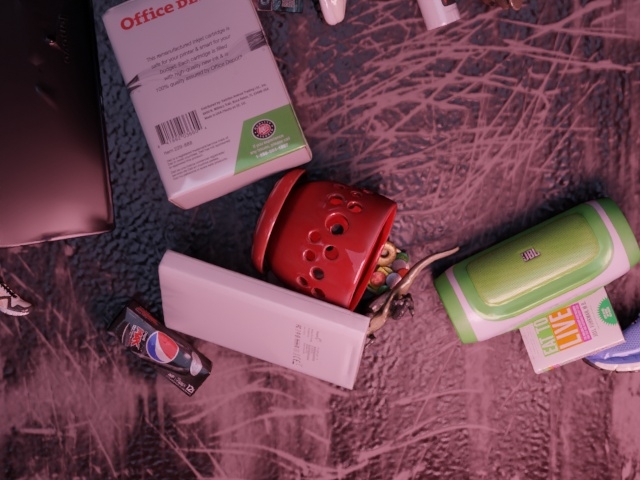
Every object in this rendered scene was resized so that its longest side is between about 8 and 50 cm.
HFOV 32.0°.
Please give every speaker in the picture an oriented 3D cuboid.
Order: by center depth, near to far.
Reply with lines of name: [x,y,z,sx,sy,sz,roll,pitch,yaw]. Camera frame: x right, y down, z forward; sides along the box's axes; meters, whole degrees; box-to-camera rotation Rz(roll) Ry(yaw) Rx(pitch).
speaker: [0.161,-0.381,1.643,0.055,0.055,0.136,-20,101,3]
speaker: [0.327,0.047,1.696,0.296,0.131,0.131,-26,101,4]

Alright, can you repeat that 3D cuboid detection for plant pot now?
plant pot: [0.000,0.000,1.647,0.174,0.191,0.191,22,101,9]

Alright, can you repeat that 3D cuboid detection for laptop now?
laptop: [-0.563,-0.182,1.692,0.407,0.236,0.382,2,103,28]

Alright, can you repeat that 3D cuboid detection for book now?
book: [0.385,0.137,1.720,0.144,0.035,0.096,-24,63,17]

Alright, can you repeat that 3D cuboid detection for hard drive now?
hard drive: [-0.086,0.121,1.655,0.307,0.203,0.040,19,60,6]

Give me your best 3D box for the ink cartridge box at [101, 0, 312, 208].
ink cartridge box: [-0.159,-0.219,1.599,0.211,0.121,0.289,-21,83,3]

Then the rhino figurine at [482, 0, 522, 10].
rhino figurine: [0.263,-0.455,1.609,0.073,0.106,0.243,-6,103,-34]

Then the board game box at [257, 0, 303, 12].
board game box: [-0.053,-0.421,1.595,0.026,0.126,0.186,7,101,19]

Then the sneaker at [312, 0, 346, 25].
sneaker: [0.043,-0.456,1.606,0.118,0.110,0.292,3,102,-11]

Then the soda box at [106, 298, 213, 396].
soda box: [-0.249,0.167,1.745,0.169,0.060,0.053,39,98,-8]

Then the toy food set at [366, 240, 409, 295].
toy food set: [0.101,0.046,1.746,0.082,0.020,0.083,40,98,-8]

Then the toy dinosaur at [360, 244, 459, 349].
toy dinosaur: [0.101,0.103,1.693,0.064,0.118,0.268,45,107,1]

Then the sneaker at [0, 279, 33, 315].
sneaker: [-0.496,0.084,1.735,0.109,0.040,0.044,22,98,-6]

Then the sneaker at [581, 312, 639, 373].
sneaker: [0.552,0.105,1.728,0.330,0.130,0.147,-26,80,9]
